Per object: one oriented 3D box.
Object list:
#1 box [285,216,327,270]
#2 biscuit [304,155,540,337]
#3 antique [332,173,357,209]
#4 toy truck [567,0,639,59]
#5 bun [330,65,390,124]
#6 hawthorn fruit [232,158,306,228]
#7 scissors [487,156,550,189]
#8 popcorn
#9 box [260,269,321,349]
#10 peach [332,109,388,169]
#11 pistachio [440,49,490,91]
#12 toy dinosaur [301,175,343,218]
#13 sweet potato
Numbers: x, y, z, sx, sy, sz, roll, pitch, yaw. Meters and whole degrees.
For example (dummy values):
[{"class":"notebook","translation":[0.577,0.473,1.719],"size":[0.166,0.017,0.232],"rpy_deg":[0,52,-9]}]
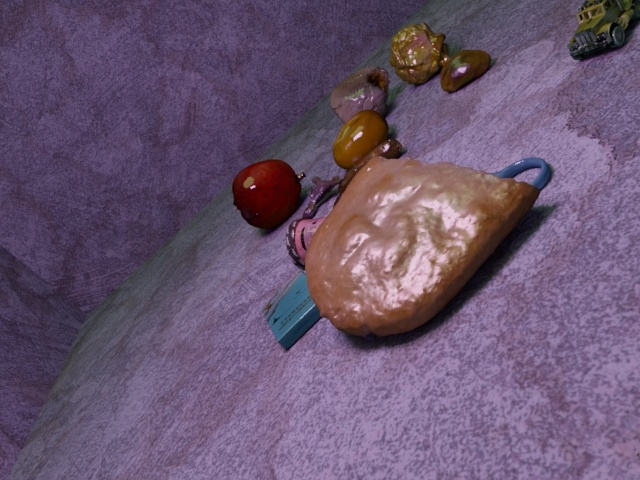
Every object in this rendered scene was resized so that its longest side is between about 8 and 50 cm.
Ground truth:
[{"class":"box","translation":[0.000,0.000,1.387],"size":[0.135,0.151,0.151],"rpy_deg":[-15,33,37]},{"class":"biscuit","translation":[0.146,-0.012,1.055],"size":[0.446,0.104,0.429],"rpy_deg":[-49,41,-4]},{"class":"antique","translation":[0.135,-0.121,1.412],"size":[0.256,0.121,0.143],"rpy_deg":[-26,29,39]},{"class":"toy truck","translation":[0.711,-0.578,1.254],"size":[0.260,0.135,0.128],"rpy_deg":[-53,23,-18]},{"class":"bun","translation":[0.179,-0.585,2.128],"size":[0.281,0.205,0.282],"rpy_deg":[-22,34,16]},{"class":"hawthorn fruit","translation":[-0.201,-0.198,1.996],"size":[0.307,0.265,0.265],"rpy_deg":[-33,21,3]},{"class":"scissors","translation":[0.342,-0.135,1.193],"size":[0.192,0.029,0.447],"rpy_deg":[-44,21,-5]},{"class":"popcorn","translation":[0.412,-0.767,2.065],"size":[0.259,0.259,0.212],"rpy_deg":[-37,7,14]},{"class":"box","translation":[-0.068,0.173,1.308],"size":[0.162,0.041,0.229],"rpy_deg":[-44,21,-4]},{"class":"peach","translation":[0.146,-0.370,1.851],"size":[0.251,0.153,0.251],"rpy_deg":[-53,13,17]},{"class":"pistachio","translation":[0.487,-0.591,1.717],"size":[0.189,0.110,0.100],"rpy_deg":[-27,-6,37]},{"class":"toy dinosaur","translation":[0.019,-0.181,1.782],"size":[0.251,0.072,0.200],"rpy_deg":[-34,25,32]},{"class":"sweet potato","translation":[0.161,-0.253,1.694],"size":[0.273,0.075,0.075],"rpy_deg":[-35,22,25]}]
